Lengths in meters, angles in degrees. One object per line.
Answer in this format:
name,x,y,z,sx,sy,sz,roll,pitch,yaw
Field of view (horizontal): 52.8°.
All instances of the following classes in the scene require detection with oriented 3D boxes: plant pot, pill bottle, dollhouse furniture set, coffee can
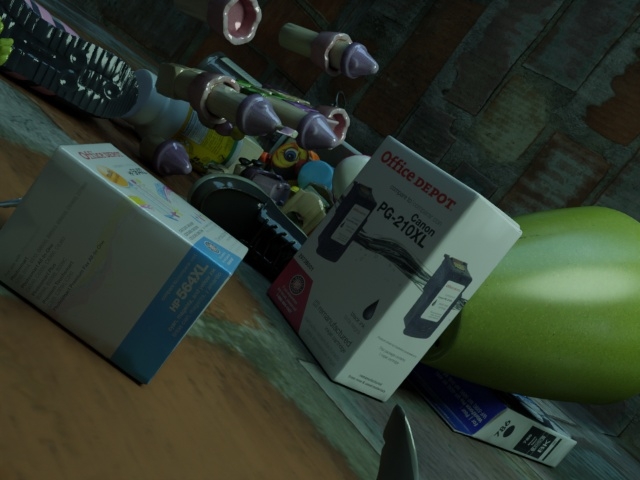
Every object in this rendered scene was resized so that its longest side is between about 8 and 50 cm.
plant pot,0.247,0.081,0.834,0.293,0.275,0.275,4,25,-30
pill bottle,-0.237,-0.199,1.088,0.117,0.118,0.208,43,8,36
dollhouse furniture set,0.000,0.000,1.018,0.161,0.101,0.182,46,15,-3
coffee can,-0.197,-0.302,1.601,0.275,0.202,0.201,38,7,2

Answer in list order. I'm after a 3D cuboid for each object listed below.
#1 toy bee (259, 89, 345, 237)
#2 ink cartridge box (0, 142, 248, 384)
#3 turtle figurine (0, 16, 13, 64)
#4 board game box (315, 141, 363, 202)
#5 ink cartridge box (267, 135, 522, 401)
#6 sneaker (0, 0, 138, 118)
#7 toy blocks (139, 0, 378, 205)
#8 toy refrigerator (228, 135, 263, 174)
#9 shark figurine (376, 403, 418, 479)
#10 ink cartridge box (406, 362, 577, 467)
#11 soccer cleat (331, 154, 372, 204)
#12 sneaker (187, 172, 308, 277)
toy bee,-0.036,-0.120,1.248,0.162,0.299,0.195,2,-23,16
ink cartridge box,-0.134,0.004,0.418,0.143,0.090,0.092,38,7,-5
turtle figurine,-0.422,-0.253,0.641,0.269,0.087,0.217,33,-6,41
board game box,0.121,-0.042,1.371,0.390,0.050,0.390,46,-20,51
ink cartridge box,0.074,0.026,0.716,0.100,0.237,0.172,32,9,-40
sneaker,-0.399,-0.263,0.845,0.319,0.112,0.131,37,-10,-31
toy blocks,-0.064,-0.167,0.932,0.260,0.309,0.288,31,19,32
toy refrigerator,-0.195,-0.193,1.326,0.094,0.102,0.269,35,7,-23
shark figurine,0.066,0.177,0.237,0.166,0.116,0.278,39,9,-2
ink cartridge box,0.245,0.235,0.954,0.332,0.065,0.165,30,11,-44
soccer cleat,0.109,0.013,1.064,0.143,0.115,0.331,-93,163,-49
sneaker,-0.066,-0.003,0.831,0.222,0.083,0.118,33,9,-40
